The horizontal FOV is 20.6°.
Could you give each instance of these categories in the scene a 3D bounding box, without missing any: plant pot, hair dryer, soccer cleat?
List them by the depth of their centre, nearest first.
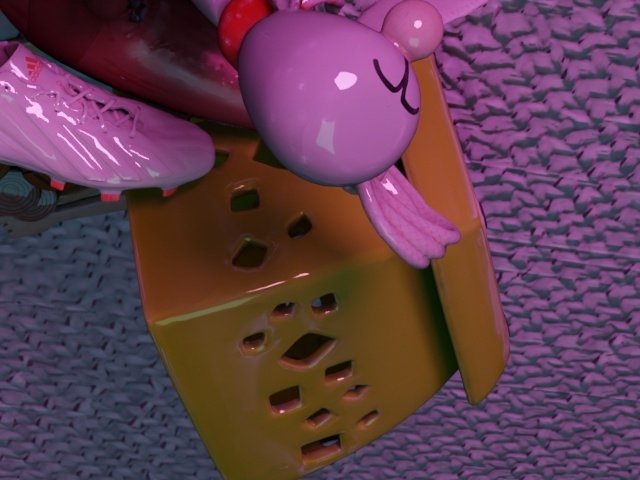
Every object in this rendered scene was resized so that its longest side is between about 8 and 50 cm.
[{"bbox_3d":[-0.124,-0.127,0.972,0.293,0.223,0.080,26,97,-41],"label":"hair dryer"},{"bbox_3d":[-0.155,-0.073,1.008,0.196,0.068,0.076,9,119,-6],"label":"soccer cleat"},{"bbox_3d":[0.000,0.000,1.140,0.207,0.228,0.227,-16,143,3],"label":"plant pot"}]

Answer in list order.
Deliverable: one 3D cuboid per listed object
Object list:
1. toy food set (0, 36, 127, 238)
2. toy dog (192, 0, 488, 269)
[{"bbox_3d":[-0.195,-0.056,1.190,0.132,0.039,0.192,-13,143,11],"label":"toy food set"},{"bbox_3d":[0.000,-0.164,0.872,0.161,0.334,0.220,-41,150,10],"label":"toy dog"}]
